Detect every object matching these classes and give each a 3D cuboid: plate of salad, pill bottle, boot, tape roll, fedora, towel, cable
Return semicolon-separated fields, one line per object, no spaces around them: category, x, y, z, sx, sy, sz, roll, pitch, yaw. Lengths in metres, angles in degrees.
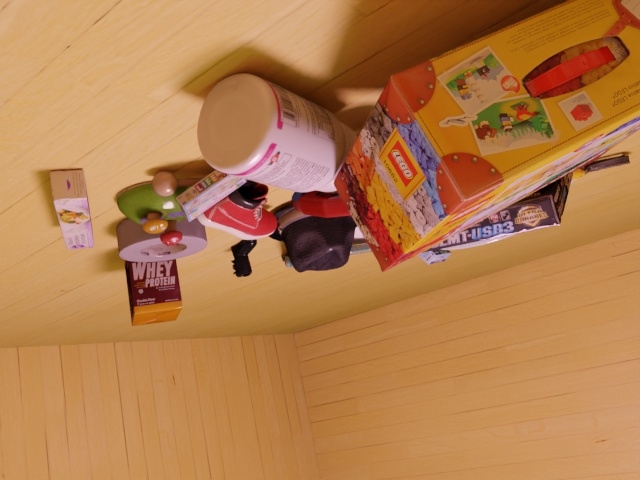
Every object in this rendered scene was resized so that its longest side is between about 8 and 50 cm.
plate of salad;0.127;-0.033;1.985;0.200;0.048;0.200;-1;162;0
pill bottle;-0.059;-0.170;1.100;0.160;0.160;0.283;-21;162;32
boot;-0.153;-0.075;1.541;0.176;0.088;0.244;-23;158;33
boot;-0.226;0.054;1.931;0.045;0.099;0.121;1;161;-45
tape roll;-0.401;-0.009;1.614;0.219;0.072;0.219;-11;166;-3
fedora;0.000;0.000;1.772;0.334;0.152;0.334;-8;164;-2
towel;0.060;0.044;2.102;0.370;0.040;0.271;-8;179;-5
cable;0.750;-0.190;1.830;0.287;0.072;0.139;-6;170;-21

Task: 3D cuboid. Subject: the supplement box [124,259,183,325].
supplement box;-0.478;0.124;1.811;0.129;0.194;0.191;-6;164;-20

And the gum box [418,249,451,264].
gum box;0.293;-0.007;1.913;0.041;0.184;0.157;-52;160;19

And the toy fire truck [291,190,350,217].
toy fire truck;0.079;-0.107;1.344;0.254;0.169;0.302;-6;-162;36

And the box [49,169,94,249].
box;-0.522;-0.058;1.352;0.063;0.067;0.324;-6;165;-19

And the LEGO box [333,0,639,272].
LEGO box;0.307;-0.179;1.016;0.500;0.193;0.372;-26;170;-17

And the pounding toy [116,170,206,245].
pounding toy;-0.336;-0.059;1.404;0.183;0.110;0.237;3;160;-44

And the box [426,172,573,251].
box;0.371;-0.086;1.361;0.296;0.073;0.293;-14;-164;32

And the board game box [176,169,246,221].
board game box;-0.226;-0.107;1.338;0.154;0.026;0.103;-37;170;-13

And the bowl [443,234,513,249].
bowl;0.442;-0.089;1.803;0.289;0.156;0.289;-11;166;-3
